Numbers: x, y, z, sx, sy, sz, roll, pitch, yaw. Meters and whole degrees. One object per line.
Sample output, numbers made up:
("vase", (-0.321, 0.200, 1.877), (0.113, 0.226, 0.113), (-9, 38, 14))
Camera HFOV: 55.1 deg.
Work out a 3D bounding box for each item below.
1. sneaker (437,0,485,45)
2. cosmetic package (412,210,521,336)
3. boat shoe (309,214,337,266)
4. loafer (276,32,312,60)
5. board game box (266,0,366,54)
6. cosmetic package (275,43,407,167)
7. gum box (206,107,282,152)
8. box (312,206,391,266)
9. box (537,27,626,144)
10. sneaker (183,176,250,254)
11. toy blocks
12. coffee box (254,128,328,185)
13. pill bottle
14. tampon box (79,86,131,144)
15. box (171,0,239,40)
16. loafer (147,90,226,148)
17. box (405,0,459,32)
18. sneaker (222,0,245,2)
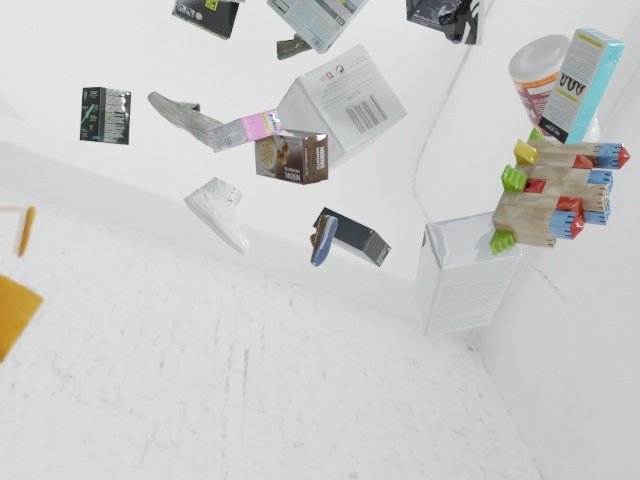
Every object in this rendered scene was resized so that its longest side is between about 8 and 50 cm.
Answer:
("sneaker", (0.366, -0.609, 1.591), (0.079, 0.121, 0.216), (-72, 160, -50))
("cosmetic package", (0.421, 0.114, 1.852), (0.453, 0.230, 0.161), (87, -8, -58))
("boat shoe", (0.000, 0.000, 2.103), (0.066, 0.066, 0.183), (19, 93, -59))
("loafer", (-0.069, -0.790, 2.422), (0.094, 0.251, 0.087), (-67, 138, -67))
("board game box", (0.025, -0.730, 1.766), (0.303, 0.224, 0.097), (-45, -177, 26))
("cosmetic package", (0.056, -0.482, 2.397), (0.329, 0.327, 0.394), (-34, -179, -24))
("gum box", (-0.198, -0.276, 1.557), (0.188, 0.107, 0.062), (-4, -73, 52))
("box", (0.124, -0.014, 2.421), (0.261, 0.184, 0.103), (27, -100, 35))
("box", (0.597, -0.352, 1.416), (0.100, 0.060, 0.244), (56, -35, 44))
("sneaker", (-0.306, -0.098, 2.075), (0.169, 0.292, 0.108), (-43, 165, -17))
("toy blocks", (0.617, -0.119, 1.558), (0.261, 0.190, 0.381), (10, -123, 37))
("coffee box", (-0.091, -0.255, 1.838), (0.247, 0.098, 0.141), (19, -63, 48))
("pill bottle", (0.829, -0.496, 2.148), (0.224, 0.392, 0.224), (-25, -143, 20))
("tampon box", (-0.641, -0.371, 1.831), (0.121, 0.102, 0.160), (12, -80, 43))
("box", (-0.334, -0.728, 1.840), (0.045, 0.184, 0.190), (7, -99, 59))
("loafer", (-0.474, -0.450, 2.208), (0.111, 0.320, 0.112), (-57, 178, -7))
("box", (0.366, -0.734, 1.877), (0.158, 0.156, 0.093), (138, -43, -60))
("sneaker", (-0.200, -0.650, 1.260), (0.108, 0.121, 0.302), (-109, -156, -60))
